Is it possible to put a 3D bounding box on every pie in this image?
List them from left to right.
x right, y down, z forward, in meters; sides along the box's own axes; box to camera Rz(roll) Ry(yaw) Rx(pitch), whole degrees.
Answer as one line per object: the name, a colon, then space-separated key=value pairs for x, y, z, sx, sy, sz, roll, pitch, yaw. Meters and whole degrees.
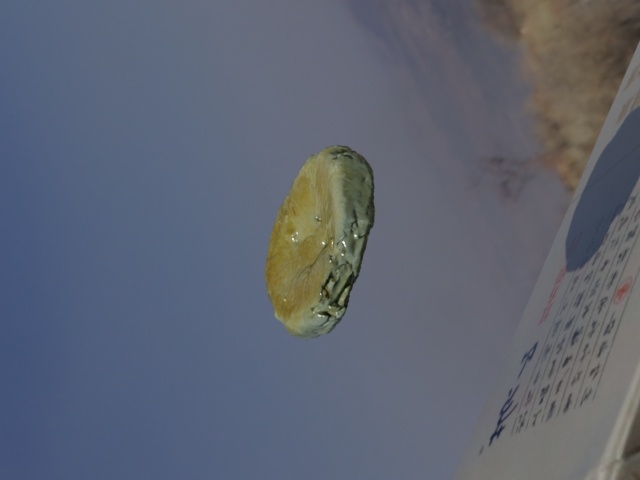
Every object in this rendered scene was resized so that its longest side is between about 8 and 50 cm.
pie: x=0.000 y=0.000 z=0.574 sx=0.020 sy=0.084 sz=0.084 roll=12 pitch=-151 yaw=-23

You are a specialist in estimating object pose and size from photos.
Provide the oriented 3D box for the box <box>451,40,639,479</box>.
box: x=0.163 y=0.002 z=0.665 sx=0.051 sy=0.365 sz=0.204 roll=30 pitch=158 yaw=-5
